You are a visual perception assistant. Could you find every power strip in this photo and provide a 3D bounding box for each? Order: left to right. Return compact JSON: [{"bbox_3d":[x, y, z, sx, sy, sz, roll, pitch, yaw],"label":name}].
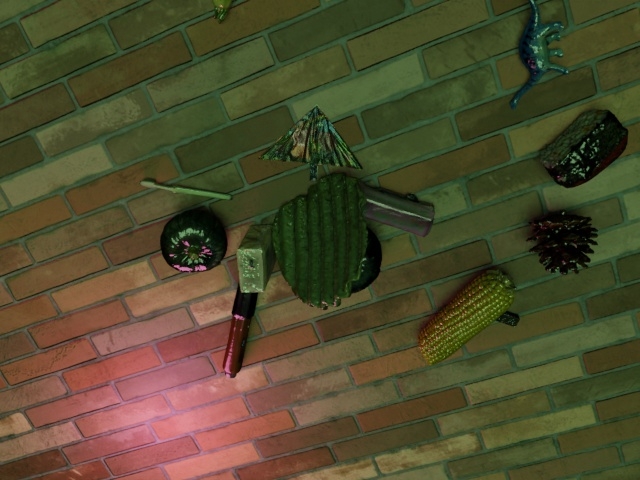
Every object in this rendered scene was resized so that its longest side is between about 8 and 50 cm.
[{"bbox_3d":[0.587,0.245,1.885,0.111,0.029,0.038,18,112,-2],"label":"power strip"}]

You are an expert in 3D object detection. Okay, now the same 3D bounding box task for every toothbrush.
[{"bbox_3d":[-0.420,-0.157,1.821,0.294,0.028,0.026,12,133,1],"label":"toothbrush"}]

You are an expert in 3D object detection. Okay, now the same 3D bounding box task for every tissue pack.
[{"bbox_3d":[-0.196,0.052,1.792,0.092,0.196,0.149,2,113,6],"label":"tissue pack"}]

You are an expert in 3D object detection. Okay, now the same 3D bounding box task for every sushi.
[{"bbox_3d":[0.733,-0.257,1.621,0.225,0.136,0.126,-38,112,13],"label":"sushi"}]

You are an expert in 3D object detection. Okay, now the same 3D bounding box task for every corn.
[{"bbox_3d":[0.452,0.244,1.839,0.144,0.144,0.387,41,108,-11],"label":"corn"}]

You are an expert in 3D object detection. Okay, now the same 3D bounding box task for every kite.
[{"bbox_3d":[-0.026,-0.290,1.740,0.320,0.016,0.234,6,112,3],"label":"kite"}]

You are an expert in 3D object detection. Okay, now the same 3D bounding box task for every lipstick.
[{"bbox_3d":[-0.268,0.283,1.955,0.077,0.077,0.419,14,113,0],"label":"lipstick"}]

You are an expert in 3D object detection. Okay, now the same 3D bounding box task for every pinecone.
[{"bbox_3d":[0.702,0.008,1.687,0.207,0.208,0.208,2,111,5],"label":"pinecone"}]

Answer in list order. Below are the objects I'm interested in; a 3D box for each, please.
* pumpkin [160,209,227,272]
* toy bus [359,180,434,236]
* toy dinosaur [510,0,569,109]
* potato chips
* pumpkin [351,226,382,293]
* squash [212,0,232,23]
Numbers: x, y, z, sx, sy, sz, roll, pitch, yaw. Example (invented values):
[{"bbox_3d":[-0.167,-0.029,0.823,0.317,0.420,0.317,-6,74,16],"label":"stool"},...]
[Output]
[{"bbox_3d":[-0.395,0.008,1.817,0.211,0.152,0.212,2,117,5],"label":"pumpkin"},{"bbox_3d":[0.204,-0.100,1.746,0.273,0.112,0.090,17,119,-2],"label":"toy bus"},{"bbox_3d":[0.595,-0.515,1.566,0.144,0.076,0.329,1,122,12],"label":"toy dinosaur"},{"bbox_3d":[0.000,0.000,1.670,0.358,0.430,0.070,-28,143,36],"label":"potato chips"},{"bbox_3d":[0.077,0.050,1.784,0.232,0.163,0.233,0,111,1],"label":"pumpkin"},{"bbox_3d":[-0.277,-0.703,1.572,0.094,0.094,0.224,2,118,4],"label":"squash"}]
